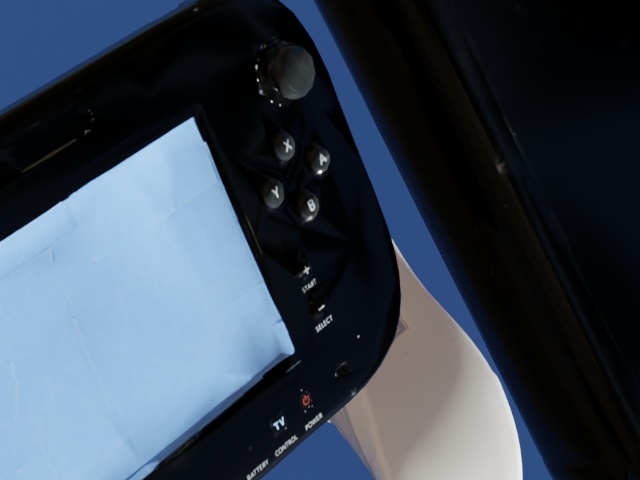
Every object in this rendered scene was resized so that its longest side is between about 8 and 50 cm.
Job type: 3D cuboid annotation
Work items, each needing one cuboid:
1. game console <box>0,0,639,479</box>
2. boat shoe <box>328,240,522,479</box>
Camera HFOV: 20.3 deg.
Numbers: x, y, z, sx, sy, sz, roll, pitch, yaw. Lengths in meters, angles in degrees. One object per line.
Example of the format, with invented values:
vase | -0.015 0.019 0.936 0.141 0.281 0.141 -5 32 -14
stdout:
game console | 0.000 0.000 0.432 0.361 0.213 0.044 -37 -165 -38
boat shoe | 0.017 0.049 0.746 0.066 0.063 0.184 -40 -81 -20
